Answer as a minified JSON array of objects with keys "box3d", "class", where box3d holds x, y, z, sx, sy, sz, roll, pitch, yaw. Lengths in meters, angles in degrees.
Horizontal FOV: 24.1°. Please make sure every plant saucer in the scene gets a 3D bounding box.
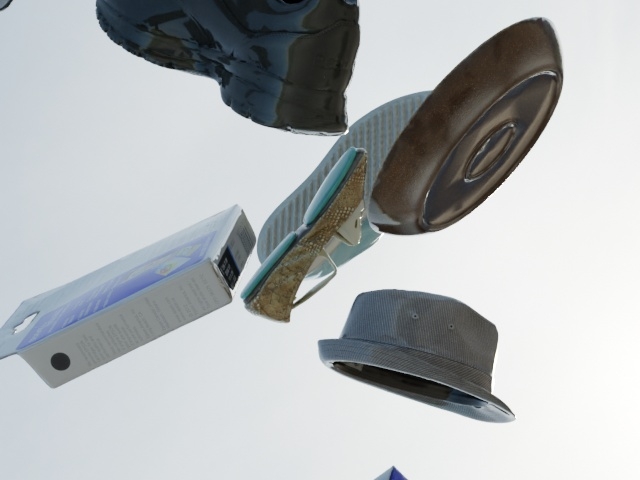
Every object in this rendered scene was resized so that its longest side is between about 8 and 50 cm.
[{"box3d":[0.179,-0.114,1.704,0.310,0.050,0.310,-41,-21,-19],"class":"plant saucer"}]

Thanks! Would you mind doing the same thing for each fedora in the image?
[{"box3d":[0.137,0.139,1.963,0.244,0.275,0.124,110,177,-77],"class":"fedora"}]

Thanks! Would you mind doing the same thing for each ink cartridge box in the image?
[{"box3d":[-0.157,0.048,1.172,0.208,0.206,0.045,-23,-79,8],"class":"ink cartridge box"}]

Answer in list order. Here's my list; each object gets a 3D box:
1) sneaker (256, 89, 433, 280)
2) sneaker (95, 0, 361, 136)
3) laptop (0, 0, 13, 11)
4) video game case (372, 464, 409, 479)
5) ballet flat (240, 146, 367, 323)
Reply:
[{"box3d":[0.071,-0.077,2.156,0.366,0.135,0.150,-37,-19,13],"class":"sneaker"},{"box3d":[-0.068,-0.182,1.191,0.109,0.286,0.130,-2,-65,-50],"class":"sneaker"},{"box3d":[-0.291,-0.368,0.920,0.408,0.382,0.236,-42,5,34],"class":"laptop"},{"box3d":[0.051,0.317,1.043,0.244,0.269,0.061,-39,16,25],"class":"video game case"},{"box3d":[0.000,0.000,1.544,0.067,0.073,0.206,36,-80,-11],"class":"ballet flat"}]
